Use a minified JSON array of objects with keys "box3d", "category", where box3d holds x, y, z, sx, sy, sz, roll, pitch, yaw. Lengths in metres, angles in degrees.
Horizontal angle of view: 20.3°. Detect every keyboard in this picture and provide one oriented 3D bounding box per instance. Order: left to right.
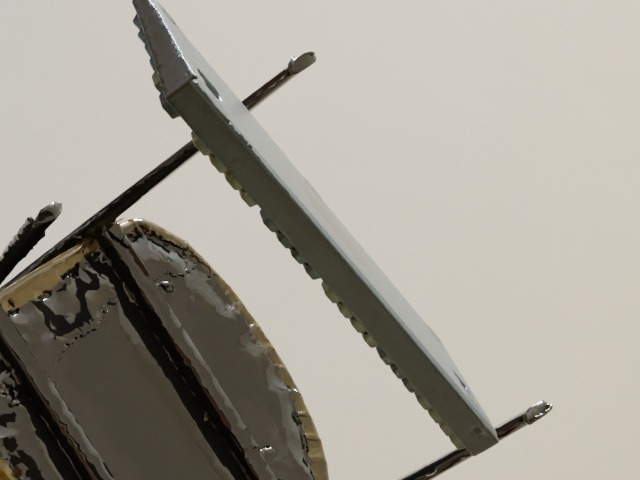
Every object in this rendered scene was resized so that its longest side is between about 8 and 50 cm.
[{"box3d":[0.001,-0.001,0.530,0.014,0.176,0.055,-34,-141,8],"category":"keyboard"}]

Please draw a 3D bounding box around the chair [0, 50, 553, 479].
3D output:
[{"box3d":[-0.075,0.073,0.682,0.158,0.172,0.247,57,-38,2],"category":"chair"}]
